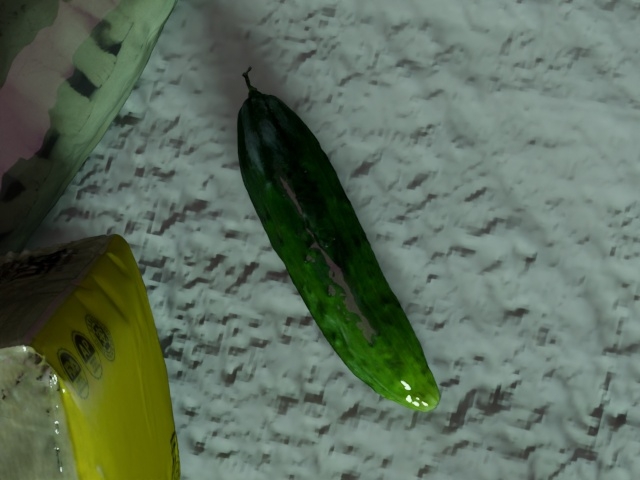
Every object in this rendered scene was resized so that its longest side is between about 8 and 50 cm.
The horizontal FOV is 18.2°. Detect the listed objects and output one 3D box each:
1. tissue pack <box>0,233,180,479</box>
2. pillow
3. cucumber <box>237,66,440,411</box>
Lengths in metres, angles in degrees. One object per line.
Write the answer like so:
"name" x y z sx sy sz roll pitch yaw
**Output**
"tissue pack" -0.107 0.075 0.761 0.082 0.169 0.120 -9 102 7
"pillow" -0.131 -0.073 0.861 0.093 0.051 0.241 32 90 9
"cucumber" 0.000 0.000 0.831 0.039 0.039 0.168 -29 79 6
